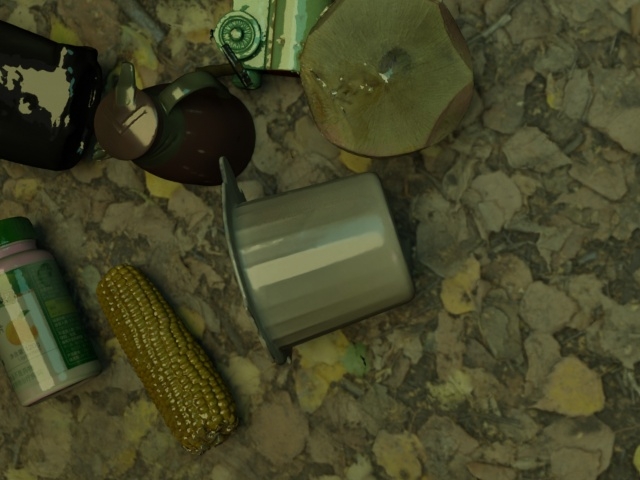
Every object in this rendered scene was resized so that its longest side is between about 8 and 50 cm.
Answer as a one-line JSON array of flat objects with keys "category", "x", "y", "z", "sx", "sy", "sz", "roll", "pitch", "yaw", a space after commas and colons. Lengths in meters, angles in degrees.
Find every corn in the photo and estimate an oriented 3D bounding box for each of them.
[{"category": "corn", "x": -0.228, "y": 0.170, "z": 1.303, "sx": 0.106, "sy": 0.106, "sz": 0.305, "roll": -38, "pitch": 77, "yaw": 15}]

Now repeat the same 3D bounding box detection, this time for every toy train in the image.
[{"category": "toy train", "x": -0.052, "y": -0.351, "z": 1.227, "sx": 0.177, "sy": 0.116, "sz": 0.286, "roll": 5, "pitch": 93, "yaw": 4}]

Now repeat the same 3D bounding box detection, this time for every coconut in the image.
[{"category": "coconut", "x": 0.081, "y": -0.214, "z": 1.109, "sx": 0.227, "sy": 0.230, "sz": 0.227, "roll": 0, "pitch": 94, "yaw": 5}]

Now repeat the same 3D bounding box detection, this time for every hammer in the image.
[{"category": "hammer", "x": -0.145, "y": -0.239, "z": 1.224, "sx": 0.013, "sy": 0.199, "sz": 0.062, "roll": -38, "pitch": 111, "yaw": -15}]

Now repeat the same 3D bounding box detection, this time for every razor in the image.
[{"category": "razor", "x": -0.498, "y": -0.234, "z": 1.317, "sx": 0.348, "sy": 0.113, "sz": 0.205, "roll": 18, "pitch": 104, "yaw": 15}]

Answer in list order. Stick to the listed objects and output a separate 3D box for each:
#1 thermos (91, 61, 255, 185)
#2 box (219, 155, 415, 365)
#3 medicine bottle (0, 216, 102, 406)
[{"category": "thermos", "x": -0.192, "y": -0.157, "z": 1.189, "sx": 0.176, "sy": 0.265, "sz": 0.146, "roll": -39, "pitch": 81, "yaw": 13}, {"category": "box", "x": 0.000, "y": 0.000, "z": 1.173, "sx": 0.206, "sy": 0.262, "sz": 0.291, "roll": -16, "pitch": 78, "yaw": 5}, {"category": "medicine bottle", "x": -0.446, "y": 0.105, "z": 1.348, "sx": 0.133, "sy": 0.133, "sz": 0.274, "roll": -27, "pitch": 83, "yaw": 16}]
